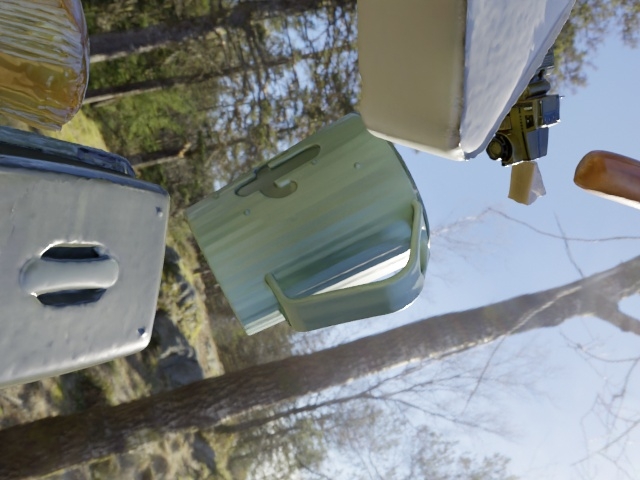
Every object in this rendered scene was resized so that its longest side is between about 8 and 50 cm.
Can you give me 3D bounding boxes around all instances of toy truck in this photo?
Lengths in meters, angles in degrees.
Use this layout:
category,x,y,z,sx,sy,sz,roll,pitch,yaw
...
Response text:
category,x,y,z,sx,sy,sz,roll,pitch,yaw
toy truck,0.387,-0.273,1.062,0.127,0.127,0.257,20,-56,54

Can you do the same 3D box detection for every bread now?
category,x,y,z,sx,sy,sz,roll,pitch,yaw
bread,-0.371,-0.280,0.696,0.152,0.119,0.288,-51,-127,34
bread,0.596,-0.185,1.595,0.077,0.105,0.152,33,-38,37

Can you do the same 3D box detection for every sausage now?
category,x,y,z,sx,sy,sz,roll,pitch,yaw
sausage,0.710,-0.130,1.271,0.105,0.274,0.105,-165,-90,-83

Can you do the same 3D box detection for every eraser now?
category,x,y,z,sx,sy,sz,roll,pitch,yaw
eraser,0.156,-0.253,0.651,0.149,0.331,0.331,23,-45,36

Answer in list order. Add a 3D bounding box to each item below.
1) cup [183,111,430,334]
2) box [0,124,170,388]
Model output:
category,x,y,z,sx,sy,sz,roll,pitch,yaw
cup,-0.011,-0.022,1.016,0.310,0.392,0.401,64,-10,-11
box,-0.271,0.014,0.478,0.290,0.166,0.221,2,97,-69
